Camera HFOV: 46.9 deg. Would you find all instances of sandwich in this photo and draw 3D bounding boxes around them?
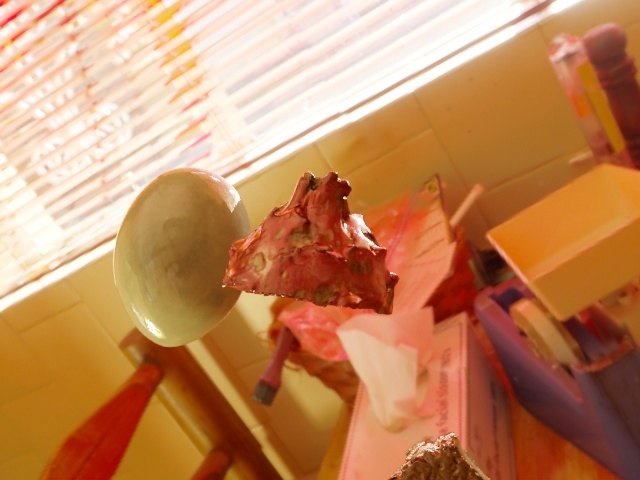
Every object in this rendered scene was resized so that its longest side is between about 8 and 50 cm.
[{"bbox_3d":[0.218,0.404,0.946,0.131,0.325,0.262,-39,-14,-2],"label":"sandwich"}]

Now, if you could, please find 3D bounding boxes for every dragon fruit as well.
[{"bbox_3d":[0.000,0.000,0.622,0.153,0.153,0.110,9,86,67],"label":"dragon fruit"}]

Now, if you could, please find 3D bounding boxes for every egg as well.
[{"bbox_3d":[-0.189,0.021,1.019,0.187,0.187,0.253,-9,68,55],"label":"egg"}]
